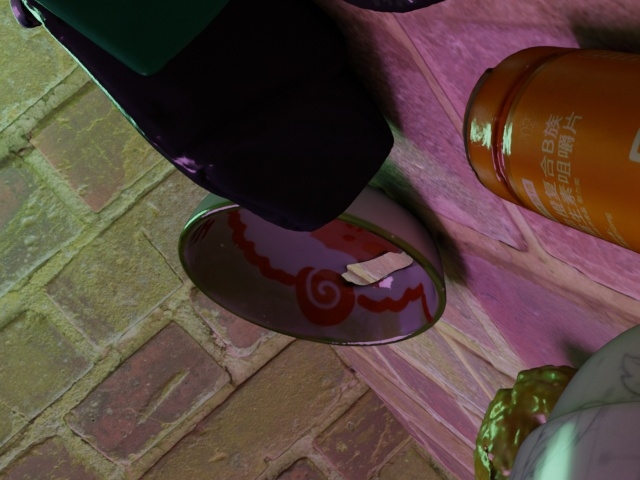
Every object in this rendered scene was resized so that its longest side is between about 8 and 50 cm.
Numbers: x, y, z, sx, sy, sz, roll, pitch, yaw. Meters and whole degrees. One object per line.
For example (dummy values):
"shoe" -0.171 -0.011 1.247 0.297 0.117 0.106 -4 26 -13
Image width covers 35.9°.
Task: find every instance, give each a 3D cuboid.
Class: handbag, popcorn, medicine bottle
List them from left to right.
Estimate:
"handbag" -0.091 -0.171 0.897 0.302 0.178 0.275 47 -173 22
"popcorn" 0.255 0.234 1.007 0.212 0.198 0.198 41 174 -15
"medicine bottle" 0.160 -0.043 0.484 0.096 0.096 0.192 52 171 -28

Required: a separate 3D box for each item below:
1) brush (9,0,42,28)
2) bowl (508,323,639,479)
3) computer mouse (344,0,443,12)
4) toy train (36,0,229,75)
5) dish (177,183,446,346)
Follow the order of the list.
"brush" -0.289 -0.339 0.908 0.068 0.060 0.296 29 -121 -78
"bowl" 0.239 0.119 0.474 0.287 0.143 0.287 18 153 10
"computer mouse" -0.003 -0.215 0.471 0.264 0.088 0.147 41 143 19
"toy train" -0.190 -0.279 0.696 0.249 0.178 0.429 35 -163 -39
"dish" 0.000 0.000 1.194 0.324 0.124 0.324 10 150 6
